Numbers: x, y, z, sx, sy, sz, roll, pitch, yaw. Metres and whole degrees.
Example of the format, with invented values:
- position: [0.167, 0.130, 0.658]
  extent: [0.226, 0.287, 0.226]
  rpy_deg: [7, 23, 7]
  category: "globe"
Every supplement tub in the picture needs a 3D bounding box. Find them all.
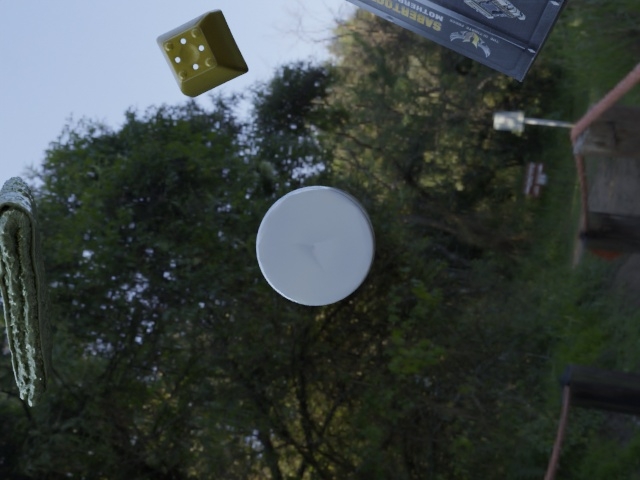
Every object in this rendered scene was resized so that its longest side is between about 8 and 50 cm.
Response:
- position: [0.000, 0.000, 0.447]
  extent: [0.107, 0.071, 0.071]
  rpy_deg: [-53, -29, -86]
  category: "supplement tub"

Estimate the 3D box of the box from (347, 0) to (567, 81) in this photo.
- position: [0.064, -0.215, 0.465]
  extent: [0.056, 0.231, 0.183]
  rpy_deg: [-61, -10, -11]
  category: "box"

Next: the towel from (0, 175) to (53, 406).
- position: [-0.211, 0.033, 0.503]
  extent: [0.110, 0.027, 0.148]
  rpy_deg: [-143, 48, -65]
  category: "towel"

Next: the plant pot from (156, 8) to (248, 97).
- position: [-0.141, -0.214, 0.803]
  extent: [0.083, 0.081, 0.081]
  rpy_deg: [-77, -37, -74]
  category: "plant pot"
